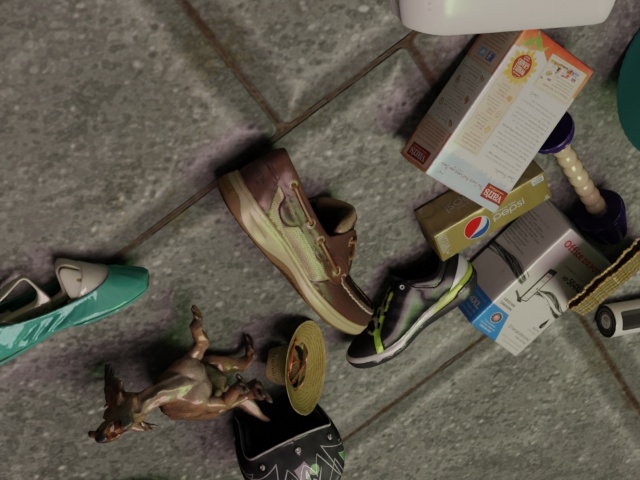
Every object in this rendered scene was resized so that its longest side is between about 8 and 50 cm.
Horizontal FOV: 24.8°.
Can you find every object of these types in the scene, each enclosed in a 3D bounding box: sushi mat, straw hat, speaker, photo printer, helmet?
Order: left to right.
[{"bbox_3d":[-0.047,0.177,2.065,0.061,0.144,0.144,1,142,22],"label":"straw hat"},{"bbox_3d":[-0.042,0.312,2.116,0.169,0.161,0.169,-17,136,-18],"label":"helmet"},{"bbox_3d":[0.228,-0.367,1.710,0.308,0.107,0.256,-7,131,-26],"label":"photo printer"},{"bbox_3d":[0.435,0.058,2.174,0.151,0.019,0.316,-43,168,7],"label":"sushi mat"},{"bbox_3d":[0.519,0.122,2.368,0.136,0.055,0.055,-7,131,-26],"label":"speaker"}]

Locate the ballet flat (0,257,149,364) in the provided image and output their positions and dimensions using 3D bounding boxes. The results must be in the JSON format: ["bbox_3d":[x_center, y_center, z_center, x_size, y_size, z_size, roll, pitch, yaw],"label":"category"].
[{"bbox_3d":[-0.330,0.073,1.792,0.247,0.083,0.087,-26,123,-11],"label":"ballet flat"}]

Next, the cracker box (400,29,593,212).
[{"bbox_3d":[0.230,-0.168,1.898,0.156,0.067,0.232,27,101,-44],"label":"cracker box"}]

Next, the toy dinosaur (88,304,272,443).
[{"bbox_3d":[-0.189,0.207,1.975,0.200,0.127,0.296,-32,155,13],"label":"toy dinosaur"}]

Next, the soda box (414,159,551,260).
[{"bbox_3d":[0.226,-0.050,2.028,0.181,0.061,0.058,-30,138,-5],"label":"soda box"}]

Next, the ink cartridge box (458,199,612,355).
[{"bbox_3d":[0.309,0.054,2.155,0.203,0.086,0.148,-44,137,11],"label":"ink cartridge box"}]

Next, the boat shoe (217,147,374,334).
[{"bbox_3d":[0.000,0.000,1.899,0.123,0.123,0.342,-36,131,4],"label":"boat shoe"}]

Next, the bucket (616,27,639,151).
[{"bbox_3d":[0.548,-0.198,1.952,0.183,0.281,0.281,14,120,-35],"label":"bucket"}]

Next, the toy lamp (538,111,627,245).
[{"bbox_3d":[0.373,-0.080,2.081,0.080,0.080,0.274,-39,136,5],"label":"toy lamp"}]

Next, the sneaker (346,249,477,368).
[{"bbox_3d":[0.116,0.083,2.090,0.235,0.084,0.097,-40,113,5],"label":"sneaker"}]
